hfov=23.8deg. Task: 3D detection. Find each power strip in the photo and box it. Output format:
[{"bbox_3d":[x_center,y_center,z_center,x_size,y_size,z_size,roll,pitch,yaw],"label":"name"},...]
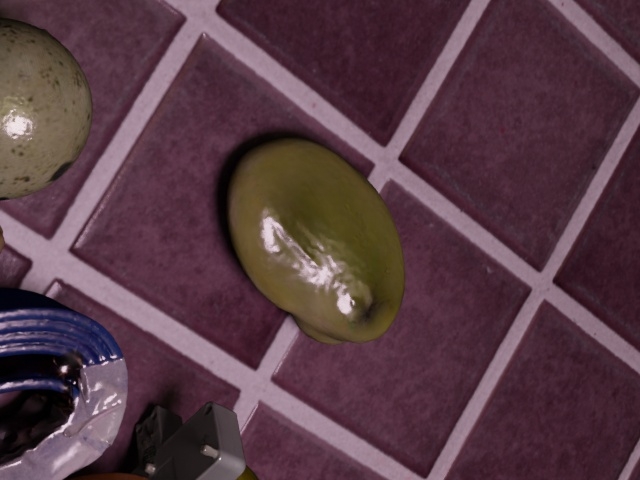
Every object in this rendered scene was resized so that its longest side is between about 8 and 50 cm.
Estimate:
[{"bbox_3d":[-0.175,0.248,1.653,0.061,0.145,0.215,32,117,-32],"label":"power strip"}]

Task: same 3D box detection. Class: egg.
[{"bbox_3d":[-0.332,-0.125,1.459,0.228,0.177,0.177,-4,102,-20],"label":"egg"}]

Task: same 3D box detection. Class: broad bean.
[{"bbox_3d":[0.000,0.000,1.729,0.189,0.121,0.263,-46,118,-21],"label":"broad bean"}]

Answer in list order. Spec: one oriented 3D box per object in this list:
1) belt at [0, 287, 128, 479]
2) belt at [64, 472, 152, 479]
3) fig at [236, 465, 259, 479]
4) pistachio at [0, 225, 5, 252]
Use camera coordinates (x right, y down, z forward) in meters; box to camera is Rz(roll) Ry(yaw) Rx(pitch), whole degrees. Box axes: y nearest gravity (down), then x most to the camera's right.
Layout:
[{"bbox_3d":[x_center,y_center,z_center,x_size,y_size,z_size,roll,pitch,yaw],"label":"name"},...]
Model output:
[{"bbox_3d":[-0.370,0.168,1.527,0.346,0.117,0.213,-14,105,-29],"label":"belt"},{"bbox_3d":[-0.253,0.353,1.572,0.261,0.105,0.184,-26,111,13],"label":"belt"},{"bbox_3d":[-0.082,0.304,1.668,0.124,0.236,0.124,-5,98,-40],"label":"fig"},{"bbox_3d":[-0.394,0.002,1.487,0.185,0.108,0.126,-1,137,-35],"label":"pistachio"}]
